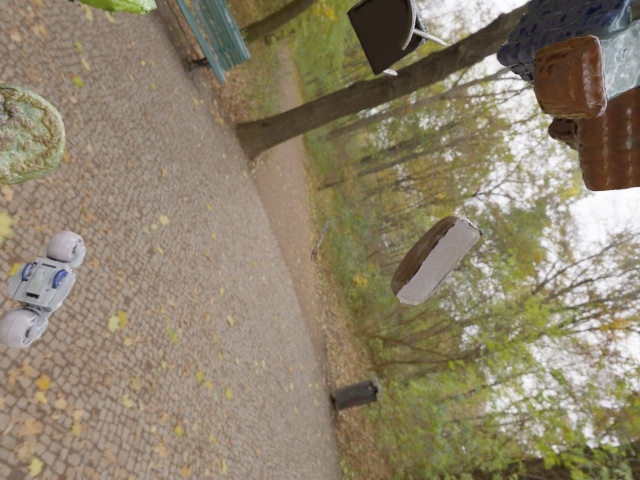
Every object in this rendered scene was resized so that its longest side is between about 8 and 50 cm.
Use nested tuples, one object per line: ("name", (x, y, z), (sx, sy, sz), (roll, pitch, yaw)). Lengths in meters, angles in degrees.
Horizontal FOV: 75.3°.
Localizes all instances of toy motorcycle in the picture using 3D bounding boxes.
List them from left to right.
("toy motorcycle", (-0.560, 0.098, 0.847), (0.112, 0.112, 0.254), (61, 33, -51))

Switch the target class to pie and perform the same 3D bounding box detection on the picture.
("pie", (-0.886, -0.298, 1.181), (0.067, 0.302, 0.302), (25, -25, 38))

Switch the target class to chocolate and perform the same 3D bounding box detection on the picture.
("chocolate", (0.269, 0.040, 1.026), (0.161, 0.261, 0.083), (28, 15, -48))

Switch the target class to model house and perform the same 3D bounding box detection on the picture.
("model house", (0.360, -0.191, 0.504), (0.295, 0.329, 0.252), (66, -10, -24))

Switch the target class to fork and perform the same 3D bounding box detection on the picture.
("fork", (-0.001, 0.000, 1.011), (0.115, 0.016, 0.012), (-68, 162, -3))

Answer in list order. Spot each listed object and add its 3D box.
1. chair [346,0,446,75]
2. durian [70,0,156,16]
("chair", (0.167, -0.511, 0.983), (0.188, 0.166, 0.272), (64, 30, -3))
("durian", (-0.576, -0.717, 0.992), (0.204, 0.256, 0.340), (-55, 154, -29))
